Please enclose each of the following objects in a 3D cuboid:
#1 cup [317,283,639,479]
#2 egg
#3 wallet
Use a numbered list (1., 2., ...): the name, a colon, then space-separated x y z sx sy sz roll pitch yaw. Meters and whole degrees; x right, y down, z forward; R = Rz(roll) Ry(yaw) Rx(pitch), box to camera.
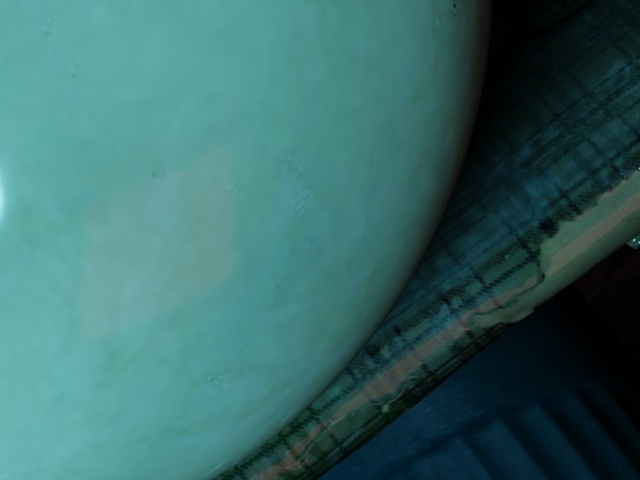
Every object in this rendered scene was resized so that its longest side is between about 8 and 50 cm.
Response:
1. cup: 0.042 0.146 0.630 0.242 0.292 0.308 -47 145 14
2. egg: -0.064 -0.028 0.425 0.253 0.186 0.186 -43 145 14
3. wallet: 0.000 -0.001 0.536 0.317 0.169 0.044 -38 124 3
